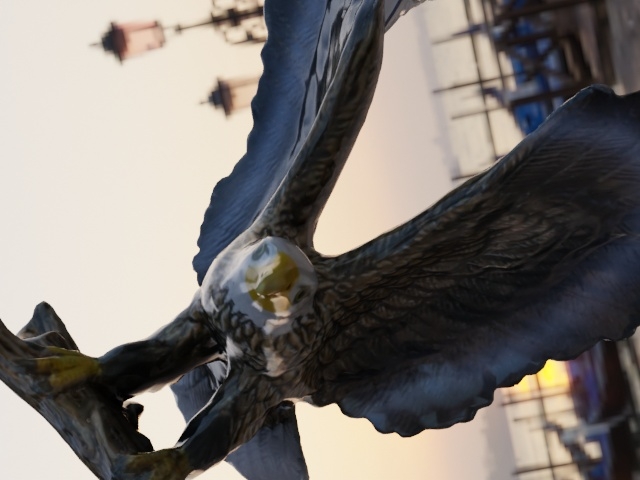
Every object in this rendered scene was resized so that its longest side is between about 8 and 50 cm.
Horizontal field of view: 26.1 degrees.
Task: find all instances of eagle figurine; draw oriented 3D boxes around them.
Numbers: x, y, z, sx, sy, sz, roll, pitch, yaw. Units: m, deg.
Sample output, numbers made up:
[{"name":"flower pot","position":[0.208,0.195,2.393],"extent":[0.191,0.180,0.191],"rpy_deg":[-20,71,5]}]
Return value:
[{"name":"eagle figurine","position":[0.003,0.002,0.612],"extent":[0.226,0.298,0.225],"rpy_deg":[48,176,-29]}]

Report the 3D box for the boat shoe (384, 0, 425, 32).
[{"name":"boat shoe","position":[0.067,-0.214,1.041],"extent":[0.084,0.258,0.095],"rpy_deg":[12,-141,-39]}]
